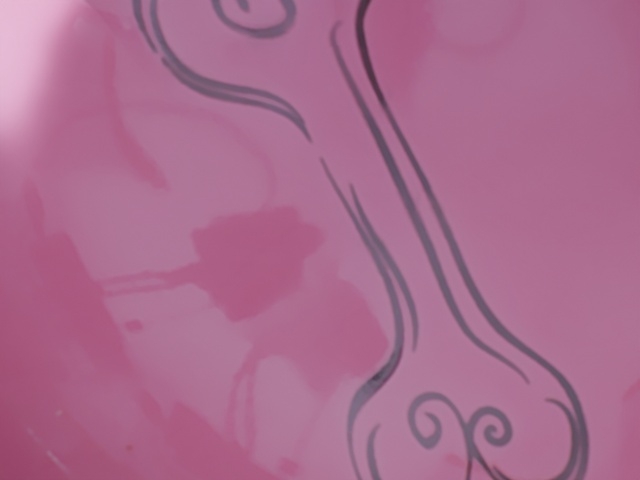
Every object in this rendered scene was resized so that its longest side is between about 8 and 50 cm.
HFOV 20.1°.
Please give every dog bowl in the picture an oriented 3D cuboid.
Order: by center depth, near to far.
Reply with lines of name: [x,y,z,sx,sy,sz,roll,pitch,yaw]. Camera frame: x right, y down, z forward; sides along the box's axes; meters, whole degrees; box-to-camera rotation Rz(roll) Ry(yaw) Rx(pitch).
dog bowl: [0.000,0.000,0.393,0.408,0.150,0.408,10,117,21]
